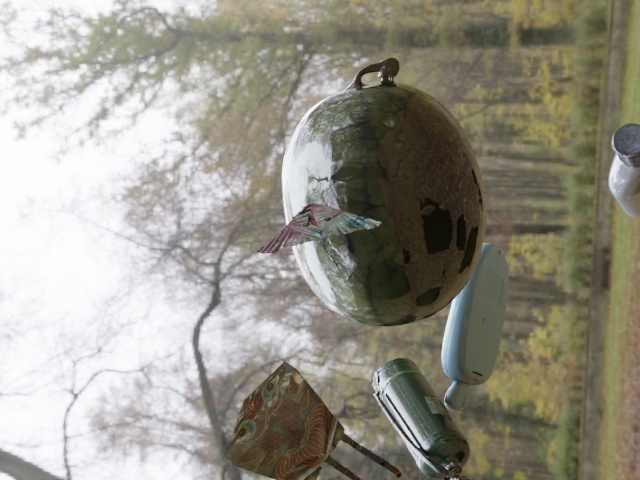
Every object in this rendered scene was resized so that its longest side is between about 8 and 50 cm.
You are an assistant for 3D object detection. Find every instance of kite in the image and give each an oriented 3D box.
[{"bbox_3d":[0.000,-0.001,0.847,0.152,0.137,0.005,-107,4,-56],"label":"kite"},{"bbox_3d":[0.006,0.242,0.916,0.127,0.229,0.016,-60,18,-15],"label":"kite"}]

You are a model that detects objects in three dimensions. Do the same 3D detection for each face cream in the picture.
[{"bbox_3d":[0.529,-0.124,1.315,0.291,0.071,0.143,17,-77,-60],"label":"face cream"}]

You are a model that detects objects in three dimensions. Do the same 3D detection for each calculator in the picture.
[{"bbox_3d":[0.274,0.153,1.407,0.188,0.042,0.302,26,-106,-55],"label":"calculator"}]

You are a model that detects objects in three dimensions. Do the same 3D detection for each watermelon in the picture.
[{"bbox_3d":[0.084,-0.061,1.091,0.279,0.279,0.359,-44,-56,-67],"label":"watermelon"}]

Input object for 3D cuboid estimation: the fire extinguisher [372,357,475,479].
[{"bbox_3d":[0.174,0.312,1.301,0.093,0.118,0.294,-58,29,15],"label":"fire extinguisher"}]
